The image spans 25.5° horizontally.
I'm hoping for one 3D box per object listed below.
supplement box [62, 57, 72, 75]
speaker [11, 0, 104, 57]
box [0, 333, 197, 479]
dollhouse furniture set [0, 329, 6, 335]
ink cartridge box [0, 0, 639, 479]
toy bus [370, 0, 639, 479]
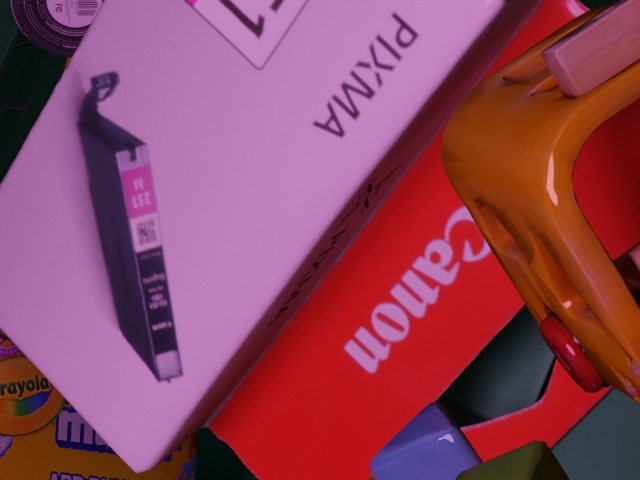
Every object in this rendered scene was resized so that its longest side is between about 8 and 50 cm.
[{"bbox_3d":[-0.001,-0.170,0.780,0.194,0.195,0.356,-44,29,46],"label":"supplement box"},{"bbox_3d":[-0.111,-0.139,0.655,0.055,0.055,0.136,-56,23,25],"label":"speaker"},{"bbox_3d":[-0.230,0.203,0.708,0.290,0.177,0.279,-8,74,32],"label":"box"},{"bbox_3d":[-0.206,-0.047,1.177,0.303,0.174,0.355,5,73,68],"label":"dollhouse furniture set"},{"bbox_3d":[0.000,0.000,0.552,0.275,0.239,0.060,-53,-14,33],"label":"ink cartridge box"},{"bbox_3d":[0.098,-0.015,0.365,0.202,0.104,0.191,-25,14,41],"label":"toy bus"}]
